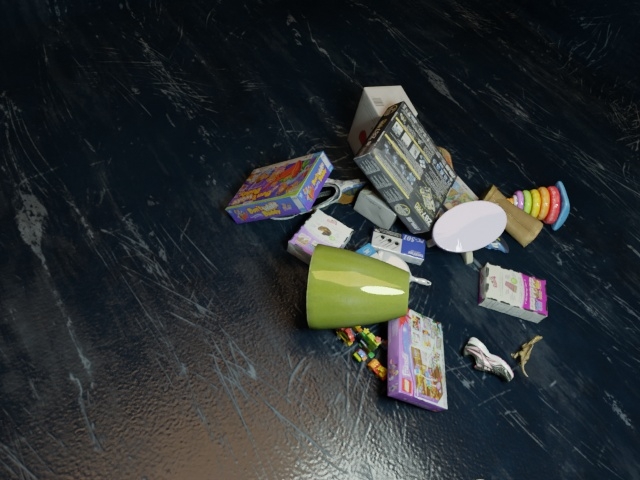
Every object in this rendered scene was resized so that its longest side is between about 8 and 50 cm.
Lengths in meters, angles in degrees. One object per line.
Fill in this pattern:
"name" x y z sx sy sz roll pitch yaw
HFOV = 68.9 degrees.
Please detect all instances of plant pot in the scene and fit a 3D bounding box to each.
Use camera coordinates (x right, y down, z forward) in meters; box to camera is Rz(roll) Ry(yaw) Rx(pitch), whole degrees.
"plant pot" 0.127 0.154 1.463 0.294 0.274 0.274 3 53 9

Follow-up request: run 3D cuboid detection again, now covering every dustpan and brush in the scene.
"dustpan and brush" 0.303 0.129 1.703 0.211 0.060 0.147 11 67 6

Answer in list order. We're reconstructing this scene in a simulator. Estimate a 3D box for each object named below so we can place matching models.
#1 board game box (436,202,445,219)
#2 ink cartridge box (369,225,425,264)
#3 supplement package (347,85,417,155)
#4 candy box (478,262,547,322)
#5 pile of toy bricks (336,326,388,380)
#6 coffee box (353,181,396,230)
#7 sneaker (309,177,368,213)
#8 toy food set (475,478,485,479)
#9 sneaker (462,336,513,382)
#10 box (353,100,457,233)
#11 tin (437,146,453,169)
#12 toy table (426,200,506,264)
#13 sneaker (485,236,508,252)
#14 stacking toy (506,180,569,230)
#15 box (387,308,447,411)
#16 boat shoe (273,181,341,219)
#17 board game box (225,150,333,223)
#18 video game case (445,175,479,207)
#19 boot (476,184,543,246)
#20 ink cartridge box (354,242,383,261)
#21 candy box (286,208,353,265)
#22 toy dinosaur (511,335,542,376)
"board game box" 0.466 -0.130 1.922 0.090 0.020 0.090 3 63 6
"ink cartridge box" 0.292 0.019 1.780 0.207 0.046 0.097 16 55 -2
"supplement package" 0.250 -0.475 1.967 0.176 0.292 0.177 -9 58 -19
"candy box" 0.712 0.194 1.734 0.234 0.071 0.159 18 54 0
"pile of toy bricks" 0.161 0.331 1.493 0.118 0.105 0.212 -35 69 -31
"coffee box" 0.291 -0.198 1.888 0.168 0.118 0.297 36 56 12
"sneaker" 0.051 -0.211 1.850 0.297 0.111 0.130 -17 60 -24
"toy food set" 0.463 0.728 1.332 0.083 0.020 0.082 -24 64 -27
"sneaker" 0.550 0.413 1.556 0.077 0.072 0.178 -40 63 -19
"box" 0.333 -0.272 1.752 0.395 0.097 0.318 47 56 -24
"tin" 0.538 -0.345 2.100 0.106 0.040 0.189 5 54 -4
"toy table" 0.540 -0.038 1.759 0.275 0.161 0.251 -8 82 -2
"sneaker" 0.695 0.009 1.877 0.144 0.059 0.053 34 41 -12
"stacking toy" 0.876 -0.155 1.990 0.302 0.175 0.165 2 48 6
"box" 0.305 0.370 1.482 0.201 0.057 0.293 27 49 -25
"boat shoe" -0.072 -0.145 1.710 0.302 0.102 0.108 -12 93 11
"board game box" -0.149 -0.186 1.675 0.347 0.078 0.233 -7 42 37
"video game case" 0.569 -0.177 1.995 0.213 0.023 0.193 -22 63 -25
"boot" 0.744 -0.067 1.906 0.270 0.089 0.236 40 82 -2
"ink cartridge box" 0.182 0.142 1.625 0.134 0.078 0.231 -33 65 -5
"candy box" 0.000 0.000 1.714 0.165 0.070 0.196 32 55 11
"toy dinosaur" 0.689 0.388 1.578 0.053 0.092 0.183 34 55 13
